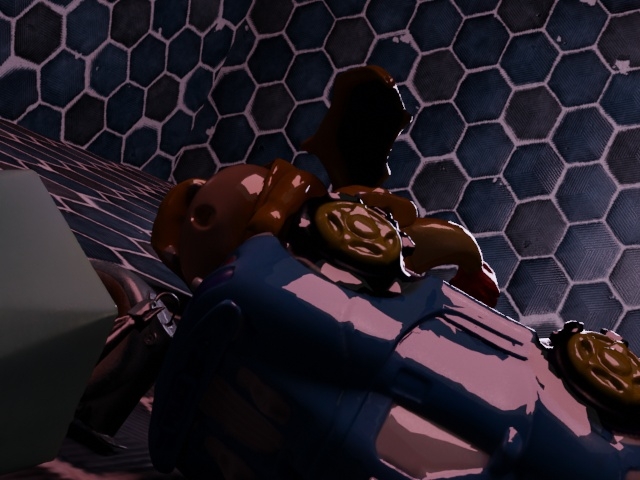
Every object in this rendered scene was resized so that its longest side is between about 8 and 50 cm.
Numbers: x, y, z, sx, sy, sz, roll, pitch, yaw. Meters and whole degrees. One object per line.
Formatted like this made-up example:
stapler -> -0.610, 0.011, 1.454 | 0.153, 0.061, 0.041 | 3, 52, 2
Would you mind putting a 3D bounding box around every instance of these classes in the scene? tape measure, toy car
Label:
tape measure -> -0.159, 0.054, 0.516 | 0.107, 0.104, 0.180 | 29, 3, 21
toy car -> 0.051, 0.124, 0.518 | 0.314, 0.198, 0.166 | 29, 36, 3

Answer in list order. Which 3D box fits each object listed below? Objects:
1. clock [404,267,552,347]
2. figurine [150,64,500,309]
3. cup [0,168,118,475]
clock -> 0.111, 0.120, 0.675 | 0.253, 0.189, 0.189 | 19, 0, 24
figurine -> 0.008, 0.036, 1.084 | 0.387, 0.268, 0.401 | 3, -52, 53
cup -> -0.192, 0.034, 0.301 | 0.148, 0.134, 0.235 | 55, 14, 11
